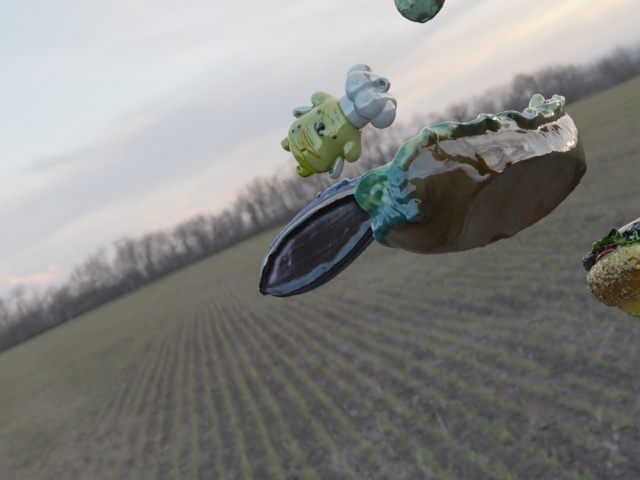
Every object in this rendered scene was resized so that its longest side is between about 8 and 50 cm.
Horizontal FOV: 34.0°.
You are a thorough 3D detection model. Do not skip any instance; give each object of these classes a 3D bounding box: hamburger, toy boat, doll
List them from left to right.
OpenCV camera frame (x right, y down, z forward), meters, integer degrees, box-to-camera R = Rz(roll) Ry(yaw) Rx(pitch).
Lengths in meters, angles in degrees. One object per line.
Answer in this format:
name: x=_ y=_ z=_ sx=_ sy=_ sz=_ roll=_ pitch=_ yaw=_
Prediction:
toy boat: x=0.000 y=0.000 z=1.394 sx=0.223 sy=0.100 sz=0.097 roll=-40 pitch=-1 yaw=19
doll: x=0.024 y=-0.145 z=1.268 sx=0.162 sy=0.106 sz=0.062 roll=-38 pitch=-15 yaw=26
toy boat: x=0.143 y=-0.060 z=0.803 sx=0.293 sy=0.099 sz=0.108 roll=-27 pitch=-38 yaw=-49
hamburger: x=0.375 y=0.037 z=1.217 sx=0.166 sy=0.137 sz=0.087 roll=125 pitch=168 yaw=-66

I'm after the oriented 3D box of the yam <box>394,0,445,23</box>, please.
yam: x=0.149 y=-0.420 z=1.349 sx=0.083 sy=0.083 sz=0.372 roll=-24 pitch=37 yaw=38
